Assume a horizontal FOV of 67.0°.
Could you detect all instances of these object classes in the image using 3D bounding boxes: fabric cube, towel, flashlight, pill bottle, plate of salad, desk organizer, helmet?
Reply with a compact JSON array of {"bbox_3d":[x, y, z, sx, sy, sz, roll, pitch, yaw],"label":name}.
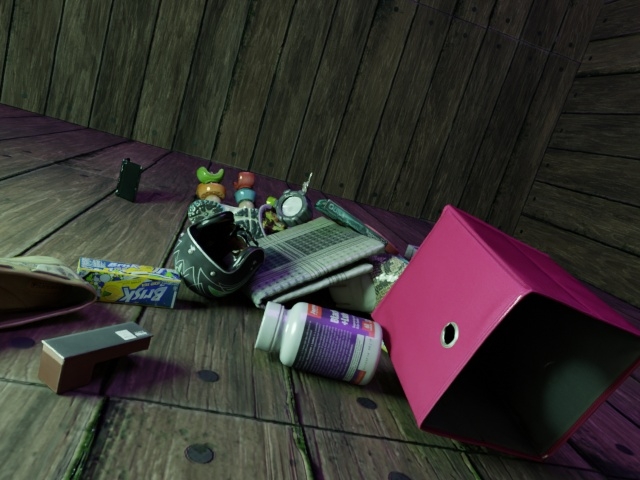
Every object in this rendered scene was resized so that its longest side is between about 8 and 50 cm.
[{"bbox_3d":[0.274,0.140,0.766,0.259,0.254,0.258,22,22,-21],"label":"fabric cube"},{"bbox_3d":[-0.052,0.043,1.132,0.324,0.056,0.312,-21,23,-22],"label":"towel"},{"bbox_3d":[-0.031,-0.041,1.417,0.103,0.103,0.304,3,-21,23],"label":"flashlight"},{"bbox_3d":[-0.005,0.164,0.802,0.194,0.108,0.108,16,12,-5],"label":"pill bottle"},{"bbox_3d":[-0.106,-0.023,1.410,0.200,0.048,0.199,45,28,-31],"label":"plate of salad"},{"bbox_3d":[-0.287,0.148,0.626,0.047,0.050,0.130,23,14,28],"label":"desk organizer"},{"bbox_3d":[-0.210,0.036,0.968,0.162,0.169,0.169,-32,39,-26],"label":"helmet"}]

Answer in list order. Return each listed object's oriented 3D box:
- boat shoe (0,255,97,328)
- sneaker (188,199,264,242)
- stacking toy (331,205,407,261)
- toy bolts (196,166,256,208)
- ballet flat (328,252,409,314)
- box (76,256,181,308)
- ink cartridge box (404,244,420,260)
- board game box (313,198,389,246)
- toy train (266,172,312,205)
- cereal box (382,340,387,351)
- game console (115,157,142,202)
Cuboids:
[{"bbox_3d":[-0.438,0.070,0.643,0.089,0.104,0.285,19,11,22],"label":"boat shoe"},{"bbox_3d":[-0.257,-0.059,1.480,0.283,0.110,0.122,20,-2,-11],"label":"sneaker"},{"bbox_3d":[0.156,0.032,1.754,0.279,0.130,0.309,41,-2,-37],"label":"stacking toy"},{"bbox_3d":[-0.360,-0.159,1.839,0.229,0.158,0.218,1,-22,-24],"label":"toy bolts"},{"bbox_3d":[0.073,0.090,1.219,0.182,0.163,0.483,-12,17,-19],"label":"ballet flat"},{"bbox_3d":[-0.340,0.076,0.856,0.169,0.059,0.054,11,15,-27],"label":"box"},{"bbox_3d":[0.410,0.069,1.930,0.099,0.056,0.135,12,13,-18],"label":"ink cartridge box"},{"bbox_3d":[0.076,-0.042,1.226,0.186,0.026,0.126,34,-4,-13],"label":"board game box"},{"bbox_3d":[-0.114,-0.117,1.599,0.144,0.247,0.105,16,11,19],"label":"toy train"},{"bbox_3d":[0.252,0.230,1.003,0.240,0.047,0.173,6,17,-42],"label":"cereal box"},{"bbox_3d":[-0.610,-0.195,1.557,0.071,0.122,0.107,15,12,-13],"label":"game console"}]
